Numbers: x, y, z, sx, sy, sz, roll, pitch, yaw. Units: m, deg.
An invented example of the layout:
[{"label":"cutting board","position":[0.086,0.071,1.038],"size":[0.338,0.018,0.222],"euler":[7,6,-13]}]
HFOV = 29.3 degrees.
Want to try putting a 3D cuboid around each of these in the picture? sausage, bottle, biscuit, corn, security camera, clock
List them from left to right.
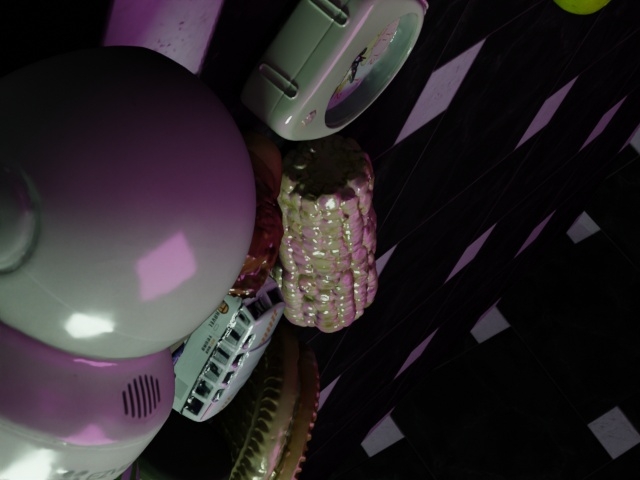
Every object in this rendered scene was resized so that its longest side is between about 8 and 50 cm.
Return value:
[{"label":"security camera","position":[-0.137,0.002,0.711],"size":[0.236,0.194,0.194],"euler":[-58,164,22]},{"label":"bottle","position":[-0.209,0.329,1.437],"size":[0.271,0.156,0.143],"euler":[-60,-173,26]},{"label":"sausage","position":[-0.063,-0.030,0.926],"size":[0.078,0.078,0.304],"euler":[-51,-169,10]},{"label":"biscuit","position":[-0.074,0.220,1.482],"size":[0.259,0.079,0.259],"euler":[-162,-90,-73]},{"label":"corn","position":[0.003,0.000,1.282],"size":[0.126,0.126,0.335],"euler":[-45,164,-16]},{"label":"clock","position":[0.022,-0.158,1.024],"size":[0.151,0.062,0.191],"euler":[-54,166,17]}]

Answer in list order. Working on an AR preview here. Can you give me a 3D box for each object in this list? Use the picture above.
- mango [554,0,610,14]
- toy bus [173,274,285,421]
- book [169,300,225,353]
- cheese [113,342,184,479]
[{"label":"mango","position":[0.324,-0.331,1.465],"size":[0.117,0.089,0.163],"euler":[-63,174,23]},{"label":"toy bus","position":[-0.104,0.103,1.282],"size":[0.087,0.089,0.194],"euler":[-31,157,-53]},{"label":"book","position":[-0.228,0.145,1.078],"size":[0.282,0.025,0.215],"euler":[-44,167,18]},{"label":"cheese","position":[-0.217,0.228,1.221],"size":[0.320,0.083,0.204],"euler":[-58,-166,5]}]
